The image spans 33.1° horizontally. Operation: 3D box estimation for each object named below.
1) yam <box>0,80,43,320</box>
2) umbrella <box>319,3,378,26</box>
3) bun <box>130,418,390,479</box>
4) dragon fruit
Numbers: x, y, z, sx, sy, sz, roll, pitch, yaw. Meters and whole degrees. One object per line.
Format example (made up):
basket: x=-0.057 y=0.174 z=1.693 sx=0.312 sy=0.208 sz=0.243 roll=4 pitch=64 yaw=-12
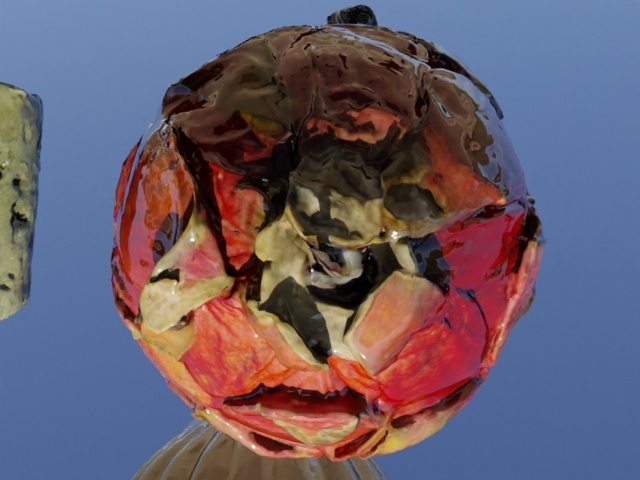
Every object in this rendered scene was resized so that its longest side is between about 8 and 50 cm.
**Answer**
yam: x=-0.272 y=-0.040 z=0.841 sx=0.107 sy=0.194 sz=0.107 roll=8 pitch=-167 yaw=-2
umbrella: x=-0.011 y=-0.219 z=1.337 sx=0.071 sy=0.071 sz=0.248 roll=-35 pitch=-174 yaw=-33
bun: x=-0.060 y=0.218 z=0.970 sx=0.263 sy=0.263 sz=0.175 roll=-8 pitch=-115 yaw=3
dragon fruit: x=0.000 y=0.000 z=0.679 sx=0.277 sy=0.342 sz=0.277 roll=2 pitch=-106 yaw=-8
